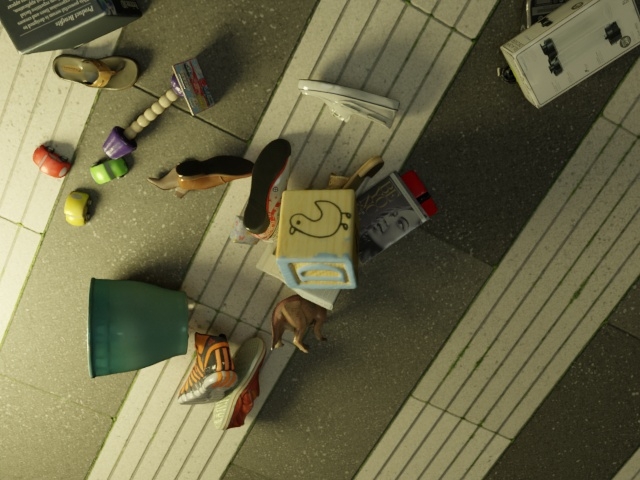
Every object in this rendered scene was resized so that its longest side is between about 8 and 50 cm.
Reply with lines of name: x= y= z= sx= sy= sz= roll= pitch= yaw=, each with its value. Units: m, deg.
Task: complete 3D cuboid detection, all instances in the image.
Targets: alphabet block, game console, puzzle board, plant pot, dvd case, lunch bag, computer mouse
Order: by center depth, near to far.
computer mouse: x=0.548 y=-0.533 z=1.459 sx=0.189 sy=0.072 sz=0.272 roll=-4 pitch=123 yaw=-3
puzzle board: x=-0.316 y=-0.389 z=1.467 sx=0.011 sy=0.096 sz=0.128 roll=-9 pitch=113 yaw=31
alphabet block: x=0.000 y=0.000 z=1.492 sx=0.193 sy=0.197 sz=0.193 roll=0 pitch=154 yaw=6
dvd case: x=0.162 y=-0.062 z=1.598 sx=0.221 sy=0.018 sz=0.164 roll=-35 pitch=75 yaw=10
plant pot: x=-0.500 y=0.236 z=1.617 sx=0.255 sy=0.271 sz=0.271 roll=0 pitch=111 yaw=-18
lunch bag: x=-0.203 y=-0.027 z=1.626 sx=0.083 sy=0.053 sz=0.071 roll=8 pitch=112 yaw=-32
game console: x=0.235 y=-0.102 z=1.633 sx=0.144 sy=0.085 sz=0.124 roll=-32 pitch=139 yaw=10

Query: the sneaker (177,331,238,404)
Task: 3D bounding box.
sneaker: x=-0.339 y=0.376 z=1.743 sx=0.125 sy=0.180 sz=0.321 roll=9 pitch=146 yaw=-35

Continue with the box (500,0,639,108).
box: x=0.606 y=-0.476 z=1.406 sx=0.290 sy=0.087 sz=0.169 roll=-34 pitch=120 yaw=14

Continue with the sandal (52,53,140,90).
sandal: x=-0.565 y=-0.425 z=1.461 sx=0.219 sy=0.060 sz=0.090 roll=8 pitch=110 yaw=-5

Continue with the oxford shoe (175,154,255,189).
oxford shoe: x=-0.276 y=-0.176 z=1.560 sx=0.212 sy=0.076 sz=0.076 roll=-7 pitch=142 yaw=-14

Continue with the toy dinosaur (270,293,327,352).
toy dinosaur: x=-0.057 y=0.191 z=1.634 sx=0.296 sy=0.127 sz=0.200 roll=-22 pitch=113 yaw=-38

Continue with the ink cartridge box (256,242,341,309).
ink cartridge box: x=-0.033 y=0.059 z=1.615 sx=0.232 sy=0.066 sz=0.189 roll=24 pitch=64 yaw=8

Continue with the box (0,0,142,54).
box: x=-0.604 y=-0.633 z=1.259 sx=0.212 sy=0.293 sz=0.395 roll=-22 pitch=110 yaw=6

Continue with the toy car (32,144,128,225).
toy car: x=-0.628 y=-0.166 z=1.559 sx=0.225 sy=0.053 sz=0.239 roll=-19 pitch=110 yaw=6

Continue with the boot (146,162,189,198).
boot: x=-0.397 y=-0.171 z=1.576 sx=0.118 sy=0.042 sz=0.087 roll=27 pitch=101 yaw=-12

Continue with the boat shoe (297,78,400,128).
boat shoe: x=0.067 y=-0.349 z=1.498 sx=0.268 sy=0.096 sz=0.088 roll=10 pitch=105 yaw=-14

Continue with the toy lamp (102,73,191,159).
toy lamp: x=-0.447 y=-0.311 z=1.499 sx=0.275 sy=0.080 sz=0.080 roll=-37 pitch=107 yaw=12

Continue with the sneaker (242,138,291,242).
sneaker: x=-0.124 y=-0.128 z=1.575 sx=0.090 sy=0.145 sz=0.270 roll=9 pitch=75 yaw=22

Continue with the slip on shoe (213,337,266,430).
slip on shoe: x=-0.230 y=0.436 z=1.776 sx=0.101 sy=0.123 sz=0.331 roll=11 pitch=111 yaw=-31

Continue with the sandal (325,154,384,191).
sandal: x=0.062 y=-0.163 z=1.581 sx=0.240 sy=0.088 sz=0.079 roll=-41 pitch=72 yaw=22
